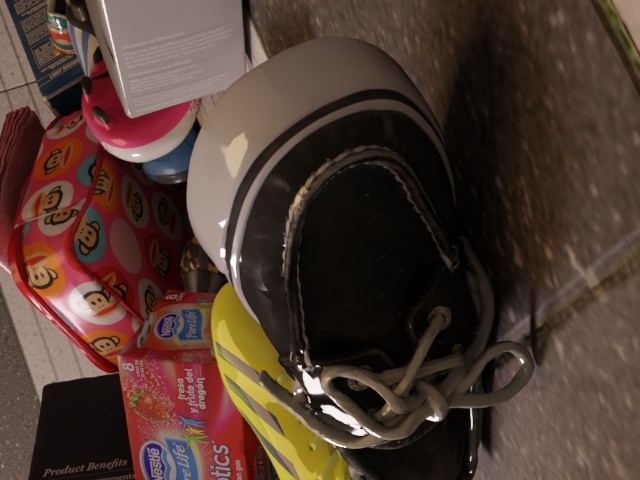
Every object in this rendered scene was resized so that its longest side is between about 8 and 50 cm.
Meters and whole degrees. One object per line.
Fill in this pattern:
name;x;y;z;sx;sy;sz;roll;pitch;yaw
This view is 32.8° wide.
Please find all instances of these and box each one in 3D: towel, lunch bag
towel;-0.284;0.012;1.345;0.329;0.037;0.237;47;-151;-38
lunch bag;-0.229;0.000;1.274;0.258;0.120;0.293;53;-154;-37

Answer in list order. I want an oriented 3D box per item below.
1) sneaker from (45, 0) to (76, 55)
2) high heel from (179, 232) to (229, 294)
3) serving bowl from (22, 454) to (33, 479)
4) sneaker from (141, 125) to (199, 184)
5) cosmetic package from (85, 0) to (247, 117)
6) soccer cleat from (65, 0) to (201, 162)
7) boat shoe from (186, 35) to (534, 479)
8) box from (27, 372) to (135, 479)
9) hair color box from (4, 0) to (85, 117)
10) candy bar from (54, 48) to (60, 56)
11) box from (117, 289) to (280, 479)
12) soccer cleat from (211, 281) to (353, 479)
sneaker;-0.259;-0.287;1.192;0.075;0.057;0.161;82;-158;-67
high heel;-0.107;0.071;1.265;0.261;0.093;0.186;51;-136;-81
serving bowl;-0.365;0.323;1.428;0.083;0.027;0.083;-8;-90;-88
sneaker;-0.176;-0.129;1.183;0.209;0.069;0.082;-127;20;-56
cosmetic package;-0.115;-0.205;0.719;0.238;0.107;0.127;86;163;-61
soccer cleat;-0.169;-0.152;1.061;0.331;0.116;0.143;-116;3;-50
boat shoe;0.026;0.044;0.477;0.105;0.113;0.306;54;164;32
box;-0.180;0.490;1.389;0.471;0.298;0.479;-94;-4;-50
hair color box;-0.329;-0.262;1.465;0.347;0.105;0.174;61;180;39
candy bar;-0.272;-0.285;1.251;0.040;0.018;0.161;-12;56;45
box;-0.107;0.191;1.073;0.128;0.123;0.256;-60;-29;-59
soccer cleat;0.008;0.155;0.787;0.289;0.093;0.121;67;165;0
